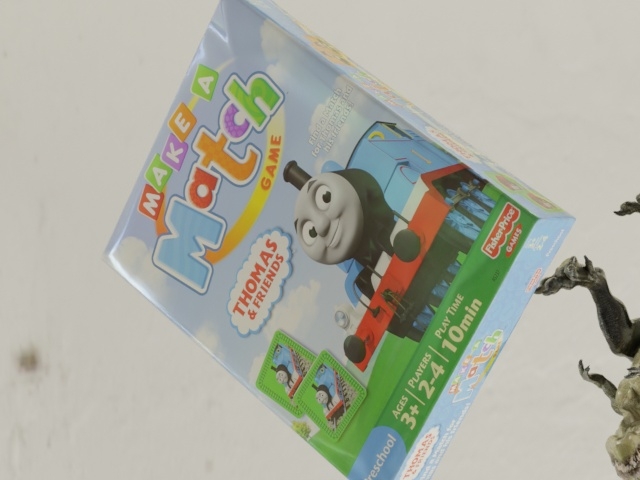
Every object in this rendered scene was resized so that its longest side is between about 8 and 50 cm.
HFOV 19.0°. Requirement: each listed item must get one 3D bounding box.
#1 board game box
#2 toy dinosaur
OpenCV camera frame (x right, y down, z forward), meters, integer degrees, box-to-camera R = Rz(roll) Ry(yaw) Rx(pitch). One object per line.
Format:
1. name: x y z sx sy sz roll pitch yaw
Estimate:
1. board game box: 0.000 0.000 0.917 0.211 0.160 0.039 39 -157 31
2. toy dinosaur: 0.199 0.038 1.104 0.118 0.064 0.268 50 -131 -6
